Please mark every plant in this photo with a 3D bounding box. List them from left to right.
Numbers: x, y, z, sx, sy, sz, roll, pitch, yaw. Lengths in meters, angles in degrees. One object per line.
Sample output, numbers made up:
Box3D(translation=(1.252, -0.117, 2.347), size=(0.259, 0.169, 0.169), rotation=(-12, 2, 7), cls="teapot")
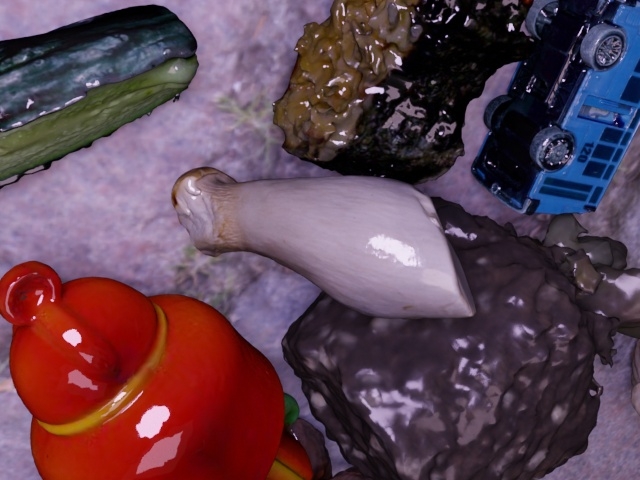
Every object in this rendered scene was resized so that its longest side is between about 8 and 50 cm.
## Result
Box3D(translation=(0.141, 0.073, 0.736), size=(0.312, 0.215, 0.213), rotation=(-35, 134, -11), cls="plant")

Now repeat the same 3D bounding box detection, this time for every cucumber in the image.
Box3D(translation=(-0.174, -0.093, 0.558), size=(0.193, 0.086, 0.115), rotation=(-20, 172, -15), cls="cucumber")

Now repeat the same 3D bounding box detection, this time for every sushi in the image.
Box3D(translation=(0.057, -0.130, 0.604), size=(0.115, 0.147, 0.213), rotation=(13, 120, -35), cls="sushi")

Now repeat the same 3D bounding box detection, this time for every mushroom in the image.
Box3D(translation=(0.000, 0.000, 0.620), size=(0.116, 0.225, 0.093), rotation=(32, 67, -76), cls="mushroom")

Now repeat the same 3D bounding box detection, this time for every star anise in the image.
Box3D(translation=(0.062, 0.250, 0.898), size=(0.227, 0.148, 0.219), rotation=(-16, 96, -50), cls="star anise")

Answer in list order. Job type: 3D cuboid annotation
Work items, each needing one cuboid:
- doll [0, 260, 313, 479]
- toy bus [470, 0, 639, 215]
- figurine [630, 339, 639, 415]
Box3D(translation=(-0.120, 0.137, 0.677), size=(0.183, 0.160, 0.363), rotation=(-47, 131, -15), cls="doll")
Box3D(translation=(0.208, -0.113, 0.727), size=(0.106, 0.090, 0.185), rotation=(6, 118, -32), cls="toy bus")
Box3D(translation=(0.481, 0.125, 0.997), size=(0.332, 0.204, 0.185), rotation=(-35, 135, -40), cls="figurine")
